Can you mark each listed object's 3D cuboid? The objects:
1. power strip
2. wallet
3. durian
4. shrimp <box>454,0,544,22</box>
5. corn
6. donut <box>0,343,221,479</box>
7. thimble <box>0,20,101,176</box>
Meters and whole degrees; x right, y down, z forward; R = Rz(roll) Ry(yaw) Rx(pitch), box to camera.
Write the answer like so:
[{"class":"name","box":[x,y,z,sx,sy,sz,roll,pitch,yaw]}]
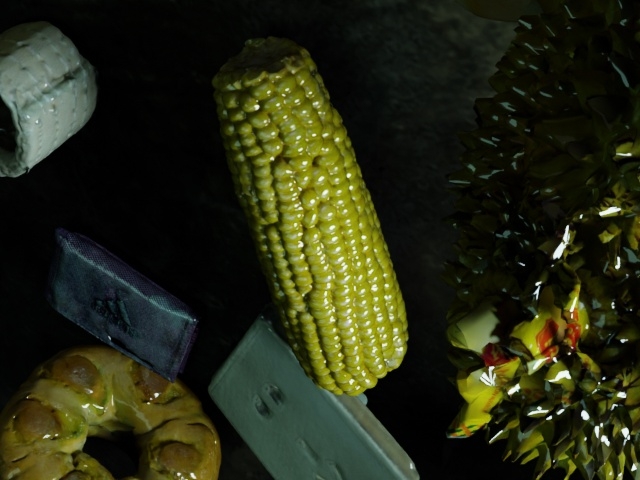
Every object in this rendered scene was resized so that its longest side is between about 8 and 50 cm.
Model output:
[{"class":"power strip","box":[0.003,0.164,1.046,0.213,0.064,0.198,49,144,8]},{"class":"wallet","box":[-0.192,0.061,1.127,0.166,0.030,0.111,32,136,6]},{"class":"durian","box":[0.181,-0.015,0.557,0.258,0.292,0.258,18,161,7]},{"class":"shrimp","box":[0.083,-0.237,0.597,0.145,0.061,0.267,23,142,33]},{"class":"corn","box":[0.000,0.000,0.860,0.102,0.101,0.310,9,132,32]},{"class":"donut","box":[-0.211,0.214,1.147,0.227,0.226,0.114,37,140,2]},{"class":"thimble","box":[-0.245,-0.117,0.948,0.115,0.090,0.102,-21,110,49]}]
